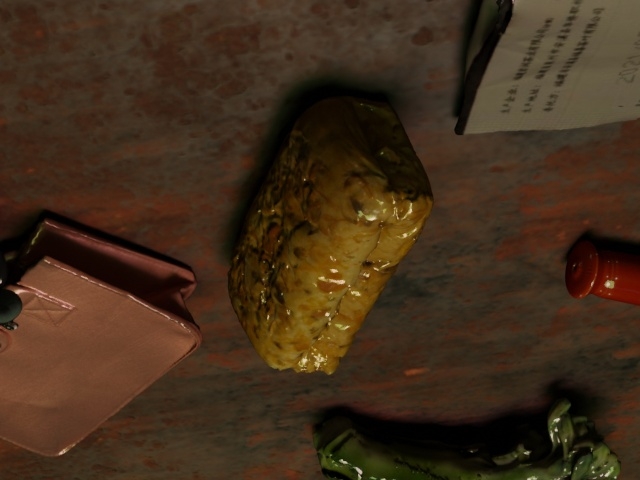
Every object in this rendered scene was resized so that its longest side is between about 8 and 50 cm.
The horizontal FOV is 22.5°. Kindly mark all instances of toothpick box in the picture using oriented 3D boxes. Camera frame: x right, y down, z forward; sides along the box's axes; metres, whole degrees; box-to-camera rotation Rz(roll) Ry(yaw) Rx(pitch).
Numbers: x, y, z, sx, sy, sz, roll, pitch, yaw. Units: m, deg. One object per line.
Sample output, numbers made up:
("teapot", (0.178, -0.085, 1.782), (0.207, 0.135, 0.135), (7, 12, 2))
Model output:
("toothpick box", (0.228, 0.027, 1.218), (0.083, 0.047, 0.047), (11, 137, -20))

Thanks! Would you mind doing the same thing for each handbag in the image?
("handbag", (-0.203, 0.079, 1.203), (0.157, 0.059, 0.212), (24, 132, -33))

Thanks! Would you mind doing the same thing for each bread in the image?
("bread", (0.000, 0.000, 1.102), (0.083, 0.114, 0.211), (-6, 143, -27))

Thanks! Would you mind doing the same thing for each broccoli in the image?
("broccoli", (0.146, 0.211, 1.362), (0.198, 0.177, 0.275), (-32, 122, 34))

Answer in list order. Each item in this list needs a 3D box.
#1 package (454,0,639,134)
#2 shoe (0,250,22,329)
("package", (0.197, -0.142, 0.998), (0.204, 0.062, 0.251), (-2, 144, -6))
("shoe", (-0.249, 0.035, 1.093), (0.099, 0.071, 0.169), (18, 124, 13))
